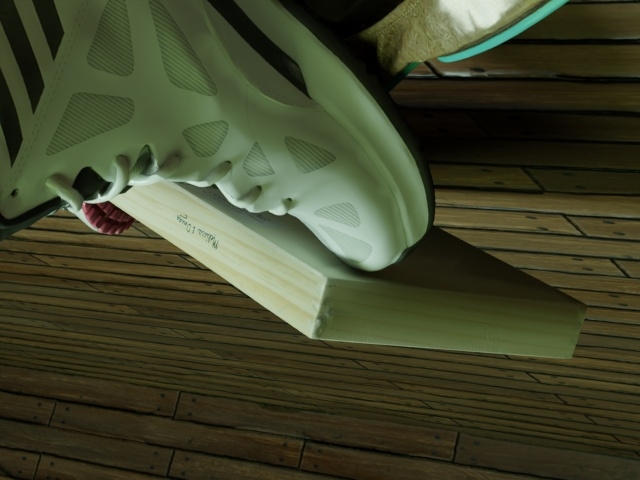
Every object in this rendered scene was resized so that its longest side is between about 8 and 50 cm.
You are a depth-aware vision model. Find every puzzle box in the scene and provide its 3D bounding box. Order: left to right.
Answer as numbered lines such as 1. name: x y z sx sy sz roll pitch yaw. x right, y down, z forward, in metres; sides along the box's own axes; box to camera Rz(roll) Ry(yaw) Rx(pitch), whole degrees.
1. puzzle box: 0.000 0.000 1.322 0.272 0.052 0.409 7 -166 -35

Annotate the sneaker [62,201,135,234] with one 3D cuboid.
1. sneaker: -0.258 -0.088 1.513 0.112 0.121 0.299 29 -175 27

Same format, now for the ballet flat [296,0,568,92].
1. ballet flat: 0.058 -0.175 0.976 0.124 0.116 0.342 36 164 -14

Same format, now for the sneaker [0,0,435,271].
1. sneaker: -0.116 -0.068 0.989 0.169 0.257 0.447 23 159 49
